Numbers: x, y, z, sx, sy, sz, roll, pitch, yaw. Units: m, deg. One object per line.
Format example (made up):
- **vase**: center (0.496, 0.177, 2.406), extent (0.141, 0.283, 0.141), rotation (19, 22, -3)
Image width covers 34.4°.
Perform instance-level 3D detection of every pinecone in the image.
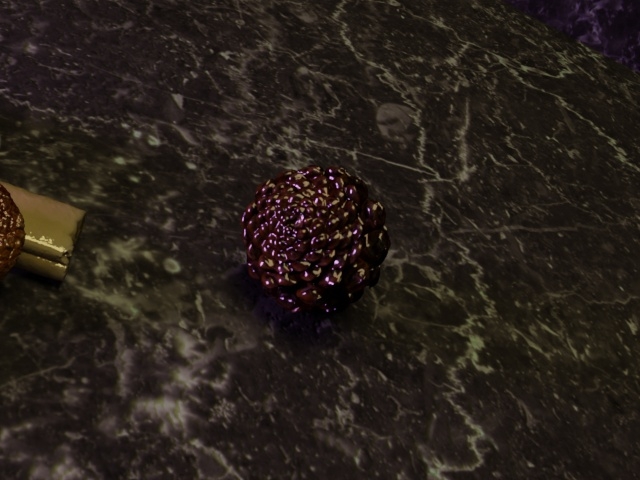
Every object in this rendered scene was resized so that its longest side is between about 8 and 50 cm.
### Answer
- **pinecone**: center (0.000, 0.000, 1.476), extent (0.221, 0.221, 0.221), rotation (18, 34, -12)

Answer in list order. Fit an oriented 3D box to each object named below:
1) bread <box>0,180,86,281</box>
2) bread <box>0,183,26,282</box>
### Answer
- **bread**: center (-0.405, -0.024, 1.359), extent (0.178, 0.060, 0.139), rotation (18, 34, -12)
- **bread**: center (-0.454, -0.011, 1.247), extent (0.193, 0.064, 0.193), rotation (4, 70, -12)
